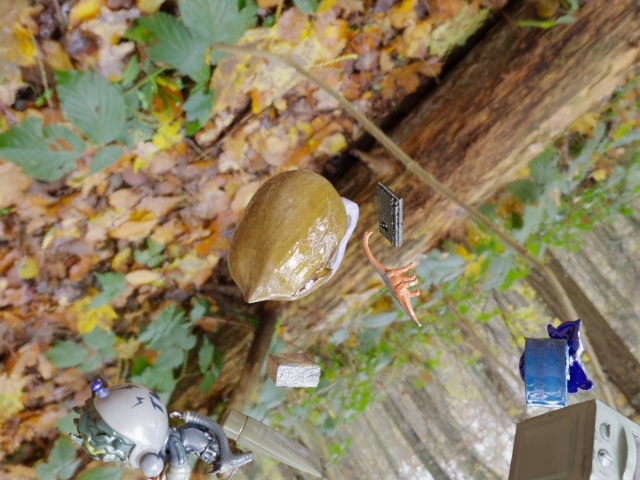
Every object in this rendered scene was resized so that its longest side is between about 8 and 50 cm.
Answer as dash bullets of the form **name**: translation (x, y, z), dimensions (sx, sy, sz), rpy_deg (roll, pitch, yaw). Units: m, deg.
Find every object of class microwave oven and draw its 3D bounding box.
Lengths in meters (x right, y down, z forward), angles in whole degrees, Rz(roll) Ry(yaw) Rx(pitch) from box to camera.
- **microwave oven**: translation (0.531, 0.443, 1.277), dimensions (0.237, 0.295, 0.181), rpy_deg (-41, -158, 51)

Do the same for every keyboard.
- **keyboard**: translation (0.217, -0.072, 2.147), dimensions (0.027, 0.106, 0.317), rpy_deg (-42, 156, -13)

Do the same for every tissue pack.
- **tissue pack**: translation (-0.071, 0.321, 1.724), dimensions (0.108, 0.060, 0.148), rpy_deg (5, -178, -15)

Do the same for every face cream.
- **face cream**: translation (-0.131, 0.597, 2.012), dimensions (0.084, 0.341, 0.137), rpy_deg (-62, -174, 4)

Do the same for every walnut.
- **walnut**: translation (-0.067, 0.000, 1.265), dimensions (0.298, 0.203, 0.203), rpy_deg (-55, -177, -34)

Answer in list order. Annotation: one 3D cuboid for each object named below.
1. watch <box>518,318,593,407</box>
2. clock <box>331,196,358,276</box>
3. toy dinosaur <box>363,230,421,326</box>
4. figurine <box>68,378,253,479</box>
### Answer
- **watch**: translation (0.553, 0.304, 1.657), dimensions (0.171, 0.196, 0.200), rpy_deg (-11, 176, 22)
- **clock**: translation (0.000, 0.000, 1.461), dimensions (0.172, 0.064, 0.198), rpy_deg (-11, 125, -60)
- **toy dinosaur**: translation (0.196, 0.091, 1.773), dimensions (0.101, 0.280, 0.055), rpy_deg (-17, 155, -11)
- **figurine**: translation (-0.365, 0.439, 1.524), dimensions (0.261, 0.381, 0.186), rpy_deg (-5, -123, 59)
